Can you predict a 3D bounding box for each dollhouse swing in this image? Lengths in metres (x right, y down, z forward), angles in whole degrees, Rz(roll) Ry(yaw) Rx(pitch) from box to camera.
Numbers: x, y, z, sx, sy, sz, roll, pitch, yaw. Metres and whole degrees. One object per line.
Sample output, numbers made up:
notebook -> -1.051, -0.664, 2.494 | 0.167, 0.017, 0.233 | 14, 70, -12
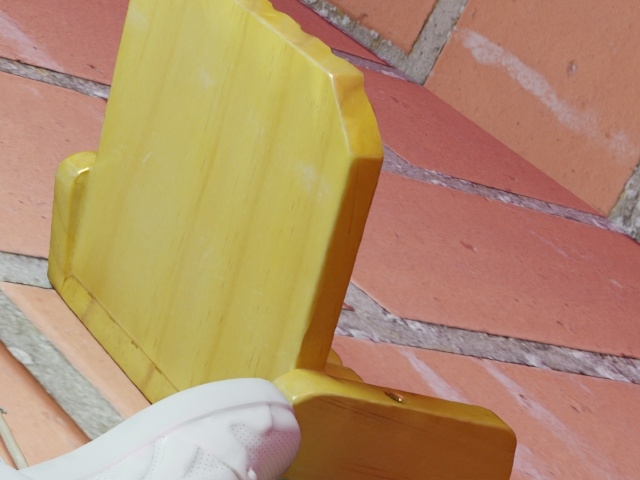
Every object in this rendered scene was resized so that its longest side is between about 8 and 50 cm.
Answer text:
dollhouse swing -> 0.000, 0.000, 1.381 | 0.315, 0.305, 0.347 | 14, 19, -41

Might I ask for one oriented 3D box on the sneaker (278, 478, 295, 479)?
sneaker -> 0.026, 0.214, 1.130 | 0.097, 0.084, 0.234 | 23, 15, -23

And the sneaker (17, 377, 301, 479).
sneaker -> -0.071, 0.180, 1.012 | 0.169, 0.108, 0.292 | 37, 34, 24

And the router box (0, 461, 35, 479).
router box -> -0.299, 0.132, 0.703 | 0.301, 0.082, 0.335 | 28, 26, 1

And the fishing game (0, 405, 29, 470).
fishing game -> -0.260, 0.093, 1.066 | 0.264, 0.041, 0.189 | 27, 15, -35
